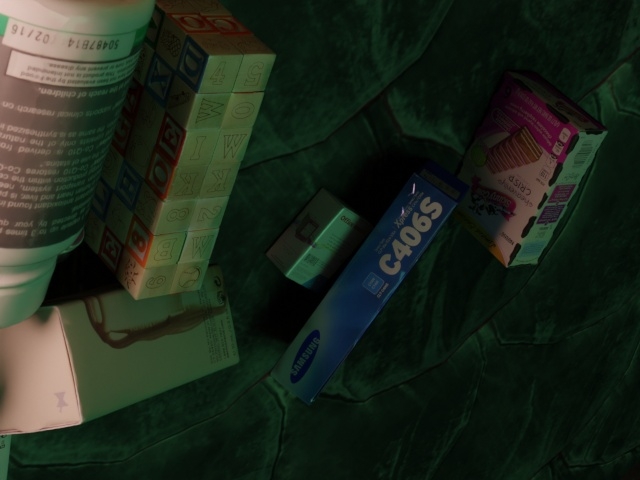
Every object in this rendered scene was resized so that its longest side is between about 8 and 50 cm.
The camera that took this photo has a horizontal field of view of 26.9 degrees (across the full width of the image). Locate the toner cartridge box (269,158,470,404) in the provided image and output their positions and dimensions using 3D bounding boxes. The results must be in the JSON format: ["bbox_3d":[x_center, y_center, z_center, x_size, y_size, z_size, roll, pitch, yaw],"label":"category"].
[{"bbox_3d":[0.070,0.054,1.847,0.348,0.075,0.165,-55,175,15],"label":"toner cartridge box"}]

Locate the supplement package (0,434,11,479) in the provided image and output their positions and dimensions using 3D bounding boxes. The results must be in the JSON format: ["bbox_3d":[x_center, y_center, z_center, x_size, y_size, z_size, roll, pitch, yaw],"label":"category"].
[{"bbox_3d":[-0.475,0.254,1.499,0.203,0.149,0.194,-16,137,-35],"label":"supplement package"}]

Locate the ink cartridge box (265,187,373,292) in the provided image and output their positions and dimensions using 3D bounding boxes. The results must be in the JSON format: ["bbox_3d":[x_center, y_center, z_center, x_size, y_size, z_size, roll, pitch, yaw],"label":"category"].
[{"bbox_3d":[0.000,0.000,1.801,0.122,0.052,0.088,-48,146,7],"label":"ink cartridge box"}]

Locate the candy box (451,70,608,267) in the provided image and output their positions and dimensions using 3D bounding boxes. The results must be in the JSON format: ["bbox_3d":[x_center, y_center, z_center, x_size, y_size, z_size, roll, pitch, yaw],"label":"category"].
[{"bbox_3d":[0.283,-0.101,1.890,0.071,0.159,0.233,-6,130,-40],"label":"candy box"}]

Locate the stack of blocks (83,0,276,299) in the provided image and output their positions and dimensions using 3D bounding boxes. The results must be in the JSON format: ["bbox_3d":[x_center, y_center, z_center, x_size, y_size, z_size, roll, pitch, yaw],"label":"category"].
[{"bbox_3d":[-0.168,-0.108,1.414,0.087,0.171,0.297,-8,131,-41],"label":"stack of blocks"}]

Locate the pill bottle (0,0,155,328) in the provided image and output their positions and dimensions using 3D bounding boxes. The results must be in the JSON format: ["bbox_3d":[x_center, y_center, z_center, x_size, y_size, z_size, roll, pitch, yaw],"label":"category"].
[{"bbox_3d":[-0.299,-0.106,1.256,0.204,0.204,0.361,-6,130,-42],"label":"pill bottle"}]

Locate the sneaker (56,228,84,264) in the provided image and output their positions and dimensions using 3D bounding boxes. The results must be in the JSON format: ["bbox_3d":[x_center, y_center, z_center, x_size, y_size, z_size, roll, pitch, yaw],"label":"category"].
[{"bbox_3d":[-0.344,0.014,1.456,0.170,0.063,0.075,-12,157,-22],"label":"sneaker"}]

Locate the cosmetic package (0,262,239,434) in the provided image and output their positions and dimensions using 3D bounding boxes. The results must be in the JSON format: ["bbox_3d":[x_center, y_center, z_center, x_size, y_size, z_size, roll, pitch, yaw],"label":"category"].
[{"bbox_3d":[-0.239,0.116,1.501,0.296,0.153,0.129,-16,96,-60],"label":"cosmetic package"}]
